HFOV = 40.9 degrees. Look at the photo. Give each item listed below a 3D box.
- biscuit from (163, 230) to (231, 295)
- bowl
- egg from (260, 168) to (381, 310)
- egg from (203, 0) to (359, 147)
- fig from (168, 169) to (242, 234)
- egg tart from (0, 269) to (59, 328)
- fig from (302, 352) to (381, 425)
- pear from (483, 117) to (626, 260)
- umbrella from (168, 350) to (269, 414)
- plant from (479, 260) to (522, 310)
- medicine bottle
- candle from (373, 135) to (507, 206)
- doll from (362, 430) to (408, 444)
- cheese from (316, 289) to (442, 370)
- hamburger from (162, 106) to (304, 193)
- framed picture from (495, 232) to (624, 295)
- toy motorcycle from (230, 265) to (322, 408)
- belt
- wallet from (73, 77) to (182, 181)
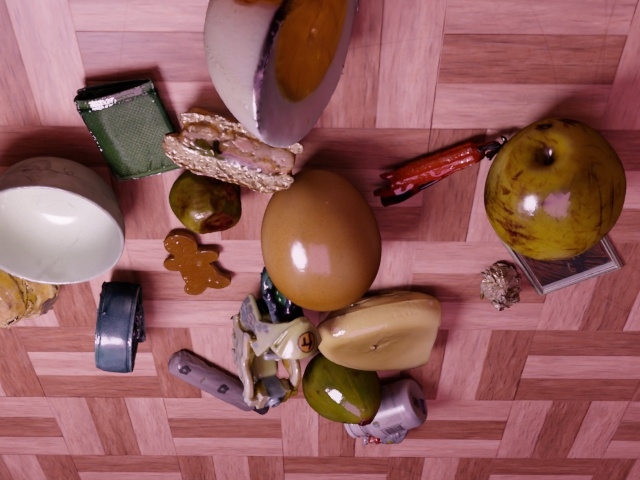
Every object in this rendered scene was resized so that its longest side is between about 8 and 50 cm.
[{"bbox_3d":[-0.294,0.047,1.991,0.138,0.031,0.205,-15,135,16],"label":"biscuit"},{"bbox_3d":[-0.554,-0.056,1.786,0.308,0.163,0.307,0,137,0],"label":"bowl"},{"bbox_3d":[0.000,0.000,1.778,0.250,0.250,0.322,-6,132,7],"label":"egg"},{"bbox_3d":[-0.088,-0.334,1.422,0.201,0.337,0.337,23,142,22],"label":"egg"},{"bbox_3d":[-0.242,-0.087,1.786,0.166,0.154,0.144,14,162,32],"label":"fig"},{"bbox_3d":[-0.773,0.102,1.976,0.352,0.150,0.351,3,137,3],"label":"egg tart"},{"bbox_3d":[0.059,0.395,2.228,0.203,0.225,0.202,-14,135,-15],"label":"fig"},{"bbox_3d":[0.445,-0.101,1.654,0.284,0.283,0.283,0,137,0],"label":"pear"},{"bbox_3d":[-0.270,0.396,2.343,0.337,0.067,0.073,35,141,-31],"label":"umbrella"},{"bbox_3d":[0.416,0.108,2.039,0.122,0.105,0.116,-10,106,57],"label":"plant"},{"bbox_3d":[0.174,0.473,2.372,0.215,0.135,0.135,-23,132,24],"label":"medicine bottle"},{"bbox_3d":[0.243,-0.146,1.761,0.302,0.059,0.084,-21,145,24],"label":"candle"},{"bbox_3d":[0.199,0.567,2.527,0.094,0.079,0.180,2,154,-46],"label":"doll"},{"bbox_3d":[0.135,0.228,2.103,0.316,0.128,0.259,1,131,-8],"label":"cheese"},{"bbox_3d":[-0.174,-0.178,1.678,0.262,0.131,0.124,17,100,-10],"label":"hamburger"},{"bbox_3d":[0.552,0.023,1.971,0.217,0.016,0.273,-23,132,24],"label":"framed picture"},{"bbox_3d":[-0.114,0.243,2.069,0.169,0.236,0.410,-9,145,-29],"label":"toy motorcycle"},{"bbox_3d":[-0.475,0.212,2.046,0.116,0.206,0.267,6,149,-7],"label":"belt"},{"bbox_3d":[-0.368,-0.216,1.693,0.160,0.055,0.236,-9,142,6],"label":"wallet"}]
